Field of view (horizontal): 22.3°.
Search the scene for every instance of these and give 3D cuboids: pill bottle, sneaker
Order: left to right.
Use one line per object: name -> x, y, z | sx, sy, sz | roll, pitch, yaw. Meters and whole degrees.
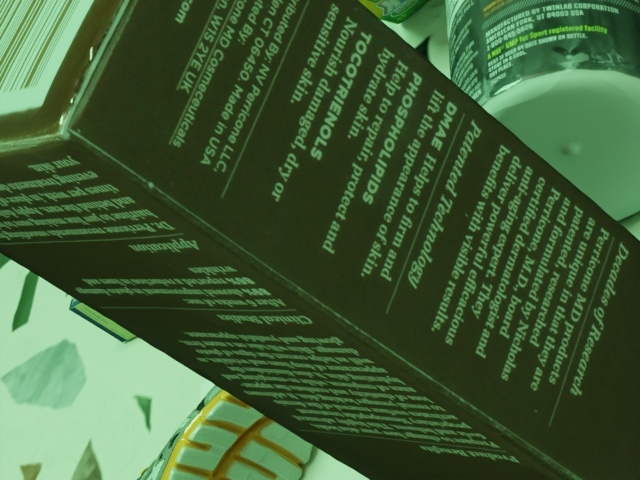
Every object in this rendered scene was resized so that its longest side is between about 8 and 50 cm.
sneaker -> -0.083, 0.158, 1.031 | 0.215, 0.084, 0.083 | -55, 28, 1
pill bottle -> 0.139, -0.136, 0.961 | 0.130, 0.130, 0.246 | -31, 40, 32

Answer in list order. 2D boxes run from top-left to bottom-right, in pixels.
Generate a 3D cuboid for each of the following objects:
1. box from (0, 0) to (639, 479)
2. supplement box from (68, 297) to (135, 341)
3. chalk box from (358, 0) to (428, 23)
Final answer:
box -> 0.000, 0.000, 0.787 | 0.191, 0.381, 0.143 | -2, 57, 50
supplement box -> -0.138, 0.020, 1.242 | 0.083, 0.056, 0.083 | -24, 43, 38
chalk box -> 0.045, -0.246, 1.146 | 0.132, 0.213, 0.132 | -40, 69, 26
